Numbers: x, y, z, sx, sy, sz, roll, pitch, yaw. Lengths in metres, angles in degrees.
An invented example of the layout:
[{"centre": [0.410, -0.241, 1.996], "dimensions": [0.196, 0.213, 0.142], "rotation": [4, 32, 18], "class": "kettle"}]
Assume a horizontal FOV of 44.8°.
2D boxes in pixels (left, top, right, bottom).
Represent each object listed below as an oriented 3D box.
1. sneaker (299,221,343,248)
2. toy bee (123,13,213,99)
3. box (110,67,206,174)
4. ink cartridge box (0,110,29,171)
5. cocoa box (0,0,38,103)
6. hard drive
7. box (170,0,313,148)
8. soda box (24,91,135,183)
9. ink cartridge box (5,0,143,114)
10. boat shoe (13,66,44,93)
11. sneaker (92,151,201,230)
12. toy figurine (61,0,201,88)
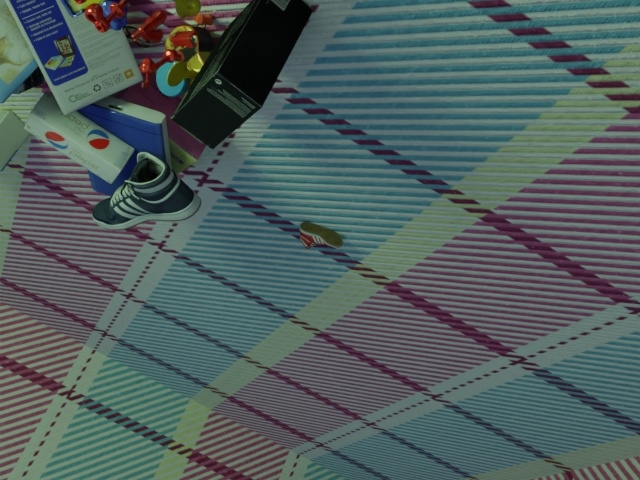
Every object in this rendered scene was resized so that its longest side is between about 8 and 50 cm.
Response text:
[{"centre": [0.000, 0.000, 1.968], "dimensions": [0.118, 0.042, 0.067], "rotation": [25, 144, 10], "class": "sneaker"}, {"centre": [-0.252, -0.350, 1.509], "dimensions": [0.298, 0.195, 0.162], "rotation": [42, 119, -10], "class": "toy bee"}, {"centre": [-0.399, -0.249, 1.782], "dimensions": [0.213, 0.117, 0.243], "rotation": [39, 143, -23], "class": "box"}, {"centre": [-0.886, -0.252, 2.043], "dimensions": [0.203, 0.148, 0.086], "rotation": [-2, 141, 33], "class": "ink cartridge box"}, {"centre": [-0.711, -0.461, 1.515], "dimensions": [0.228, 0.231, 0.347], "rotation": [8, 147, 50], "class": "cocoa box"}, {"centre": [-0.435, -0.191, 1.738], "dimensions": [0.210, 0.040, 0.319], "rotation": [18, 147, 7], "class": "hard drive"}, {"centre": [-0.139, -0.316, 1.390], "dimensions": [0.103, 0.261, 0.184], "rotation": [37, 145, -22], "class": "box"}, {"centre": [-0.511, -0.215, 1.649], "dimensions": [0.216, 0.069, 0.074], "rotation": [34, 145, -16], "class": "soda box"}, {"centre": [-0.481, -0.428, 1.460], "dimensions": [0.069, 0.175, 0.371], "rotation": [51, 163, 42], "class": "ink cartridge box"}, {"centre": [-0.698, -0.428, 1.761], "dimensions": [0.065, 0.083, 0.183], "rotation": [-6, 111, 36], "class": "boat shoe"}, {"centre": [-0.417, -0.108, 1.713], "dimensions": [0.282, 0.099, 0.153], "rotation": [-5, 143, 25], "class": "sneaker"}, {"centre": [-0.365, -0.399, 1.127], "dimensions": [0.217, 0.191, 0.362], "rotation": [5, 143, 34], "class": "toy figurine"}]
